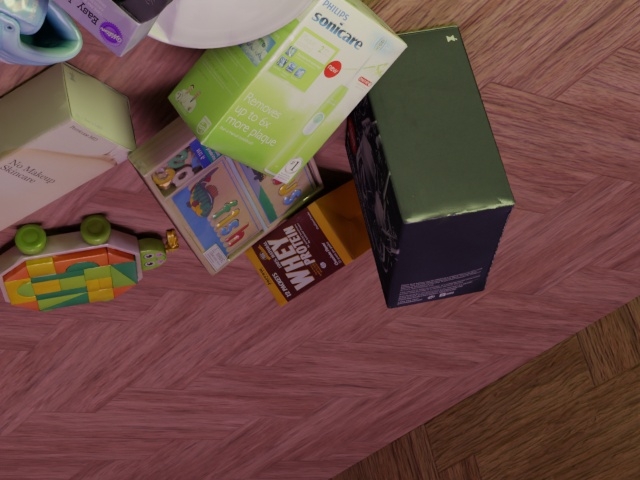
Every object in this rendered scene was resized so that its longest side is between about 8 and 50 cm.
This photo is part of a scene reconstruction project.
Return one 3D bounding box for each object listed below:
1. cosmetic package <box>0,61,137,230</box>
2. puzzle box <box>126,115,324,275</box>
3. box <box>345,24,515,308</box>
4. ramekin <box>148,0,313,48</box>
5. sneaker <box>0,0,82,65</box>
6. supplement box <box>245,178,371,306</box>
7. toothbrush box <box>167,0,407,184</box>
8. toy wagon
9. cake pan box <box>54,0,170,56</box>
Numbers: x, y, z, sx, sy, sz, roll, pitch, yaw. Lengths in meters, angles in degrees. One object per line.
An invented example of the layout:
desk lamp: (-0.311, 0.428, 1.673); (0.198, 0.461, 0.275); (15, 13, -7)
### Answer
cosmetic package: (-0.457, -0.139, 1.842); (0.309, 0.113, 0.160); (-26, 152, 24)
puzzle box: (-0.142, -0.113, 1.992); (0.272, 0.052, 0.409); (-39, 155, -7)
box: (0.165, -0.116, 1.937); (0.179, 0.343, 0.312); (-10, 153, -8)
ramekin: (-0.136, -0.377, 1.517); (0.273, 0.127, 0.273); (-12, 154, -6)
sneaker: (-0.413, -0.317, 1.446); (0.150, 0.135, 0.366); (8, 172, 21)
supplement box: (0.000, 0.000, 2.231); (0.194, 0.129, 0.191); (-34, 180, 34)
toothbrush box: (-0.048, -0.246, 1.726); (0.283, 0.122, 0.206); (-49, 143, 13)
toy wagon: (-0.438, 0.045, 2.259); (0.344, 0.068, 0.267); (-9, 153, -10)
cake pan box: (-0.262, -0.373, 1.357); (0.246, 0.267, 0.070); (-43, -174, 48)
